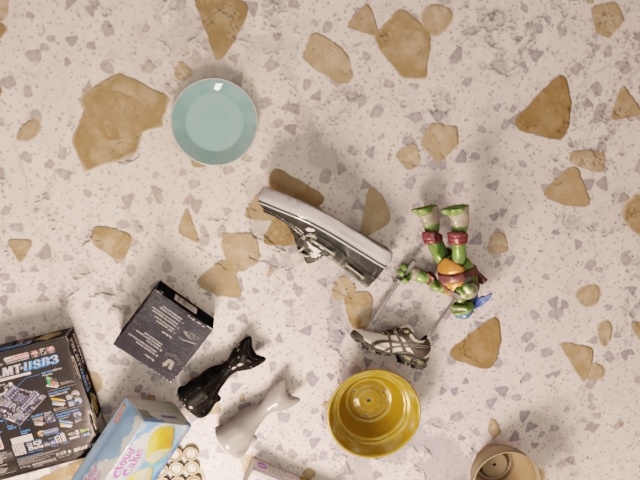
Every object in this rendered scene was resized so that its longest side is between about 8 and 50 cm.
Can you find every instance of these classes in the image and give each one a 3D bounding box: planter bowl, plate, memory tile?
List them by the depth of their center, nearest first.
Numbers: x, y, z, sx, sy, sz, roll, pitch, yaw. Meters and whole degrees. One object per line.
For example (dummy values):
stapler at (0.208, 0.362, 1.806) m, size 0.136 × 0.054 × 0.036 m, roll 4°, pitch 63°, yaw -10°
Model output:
plate at (-0.229, -0.255, 1.627) m, size 0.188 × 0.024 × 0.188 m, roll -1°, pitch 101°, yaw -6°
planter bowl at (0.118, 0.387, 1.755) m, size 0.217 × 0.090 × 0.217 m, roll -1°, pitch 102°, yaw -6°
memory tile at (-0.340, 0.557, 1.788) m, size 0.113 × 0.012 × 0.148 m, roll -3°, pitch 101°, yaw -5°
planter bowl at (0.431, 0.557, 1.809) m, size 0.162 × 0.109 × 0.162 m, roll -1°, pitch 102°, yaw -4°

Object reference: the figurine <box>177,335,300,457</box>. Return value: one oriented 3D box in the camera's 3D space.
figurine at (-0.180, 0.356, 1.728) m, size 0.209 × 0.092 × 0.215 m, roll -39°, pitch 103°, yaw -1°

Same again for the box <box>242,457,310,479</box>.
box at (-0.028, 0.617, 1.801) m, size 0.324 × 0.067 × 0.063 m, roll 25°, pitch 97°, yaw -9°

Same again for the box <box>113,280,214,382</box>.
box at (-0.345, 0.201, 1.673) m, size 0.156 × 0.093 × 0.158 m, roll 37°, pitch 95°, yaw -11°

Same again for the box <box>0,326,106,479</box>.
box at (-0.659, 0.371, 1.690) m, size 0.295 × 0.073 × 0.293 m, roll -15°, pitch 102°, yaw -2°

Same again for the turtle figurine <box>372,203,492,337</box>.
turtle figurine at (0.250, 0.063, 1.649) m, size 0.274 × 0.198 × 0.266 m, roll -9°, pitch 98°, yaw -7°

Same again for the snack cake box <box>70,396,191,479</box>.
snack cake box at (-0.430, 0.486, 1.689) m, size 0.264 × 0.089 × 0.152 m, roll -56°, pitch 144°, yaw 7°

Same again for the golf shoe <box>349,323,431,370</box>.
golf shoe at (0.165, 0.228, 1.744) m, size 0.198 × 0.077 × 0.094 m, roll 22°, pitch 84°, yaw -13°

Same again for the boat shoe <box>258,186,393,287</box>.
boat shoe at (0.000, 0.000, 1.649) m, size 0.335 × 0.121 × 0.119 m, roll 29°, pitch 93°, yaw -12°
